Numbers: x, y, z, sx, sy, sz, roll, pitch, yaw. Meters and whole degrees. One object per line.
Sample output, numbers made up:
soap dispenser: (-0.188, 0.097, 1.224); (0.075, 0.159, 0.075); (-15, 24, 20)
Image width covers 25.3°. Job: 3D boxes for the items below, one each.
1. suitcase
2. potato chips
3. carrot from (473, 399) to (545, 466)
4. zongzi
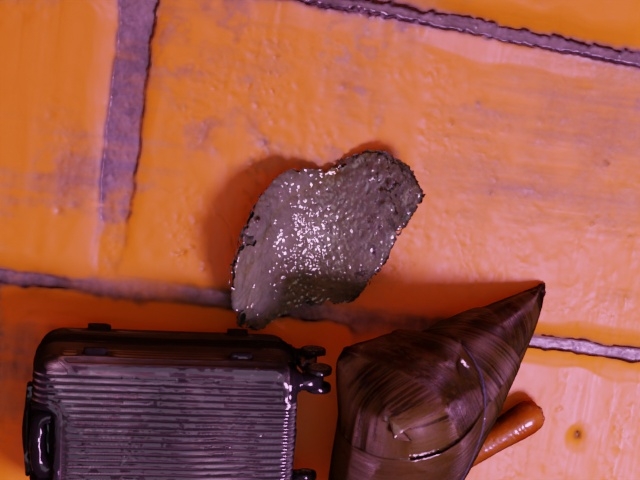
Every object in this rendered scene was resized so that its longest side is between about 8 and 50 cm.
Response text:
suitcase: (-0.150, 0.196, 1.480); (0.312, 0.128, 0.202); (2, 103, -7)
potato chips: (0.002, 0.001, 1.491); (0.228, 0.059, 0.167); (-21, 111, -6)
carrot: (0.165, 0.237, 1.577); (0.190, 0.037, 0.037); (-34, 104, 6)
zongzi: (0.134, 0.196, 1.530); (0.300, 0.138, 0.286); (-30, 139, -38)
